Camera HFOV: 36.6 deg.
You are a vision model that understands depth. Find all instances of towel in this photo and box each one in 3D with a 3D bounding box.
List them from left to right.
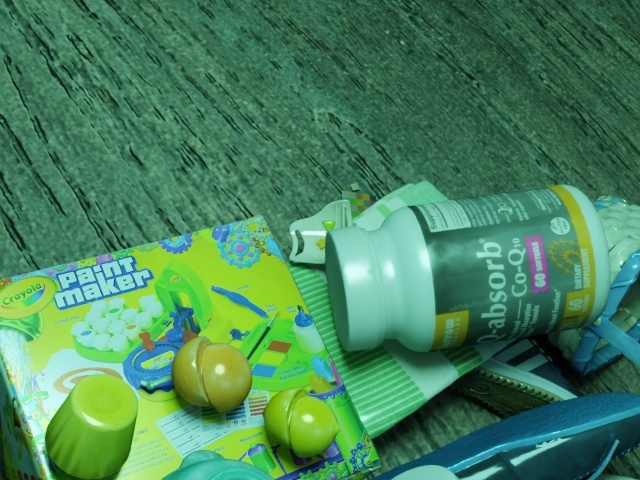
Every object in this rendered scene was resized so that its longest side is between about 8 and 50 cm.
[{"bbox_3d":[0.073,0.080,1.128,0.325,0.038,0.248,-32,62,-21],"label":"towel"}]

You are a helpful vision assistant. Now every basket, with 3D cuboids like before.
[{"bbox_3d":[0.409,0.078,1.208,0.255,0.201,0.289,-12,38,-44],"label":"basket"}]

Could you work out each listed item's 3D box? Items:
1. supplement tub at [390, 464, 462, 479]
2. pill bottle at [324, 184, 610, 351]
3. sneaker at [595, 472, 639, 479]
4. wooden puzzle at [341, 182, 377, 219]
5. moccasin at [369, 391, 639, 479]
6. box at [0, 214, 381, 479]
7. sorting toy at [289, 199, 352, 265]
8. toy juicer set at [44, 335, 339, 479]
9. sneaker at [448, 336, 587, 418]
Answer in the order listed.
[{"bbox_3d":[0.151,0.365,0.915,0.272,0.191,0.191,47,52,-13],"label":"supplement tub"},{"bbox_3d":[0.153,0.034,1.042,0.278,0.162,0.162,-9,62,-8],"label":"pill bottle"},{"bbox_3d":[0.385,0.383,1.091,0.295,0.104,0.147,33,48,-6],"label":"sneaker"},{"bbox_3d":[0.053,-0.040,1.279,0.049,0.006,0.083,7,58,-18],"label":"wooden puzzle"},{"bbox_3d":[0.207,0.268,1.062,0.342,0.138,0.117,-20,91,0],"label":"moccasin"},{"bbox_3d":[-0.148,0.160,0.921,0.290,0.177,0.279,-14,67,-29],"label":"box"},{"bbox_3d":[0.000,0.000,1.134,0.075,0.045,0.083,-4,58,6],"label":"sorting toy"},{"bbox_3d":[-0.049,0.217,0.773,0.329,0.089,0.209,45,42,18],"label":"toy juicer set"},{"bbox_3d":[0.229,0.127,1.192,0.282,0.099,0.153,25,56,-3],"label":"sneaker"}]
